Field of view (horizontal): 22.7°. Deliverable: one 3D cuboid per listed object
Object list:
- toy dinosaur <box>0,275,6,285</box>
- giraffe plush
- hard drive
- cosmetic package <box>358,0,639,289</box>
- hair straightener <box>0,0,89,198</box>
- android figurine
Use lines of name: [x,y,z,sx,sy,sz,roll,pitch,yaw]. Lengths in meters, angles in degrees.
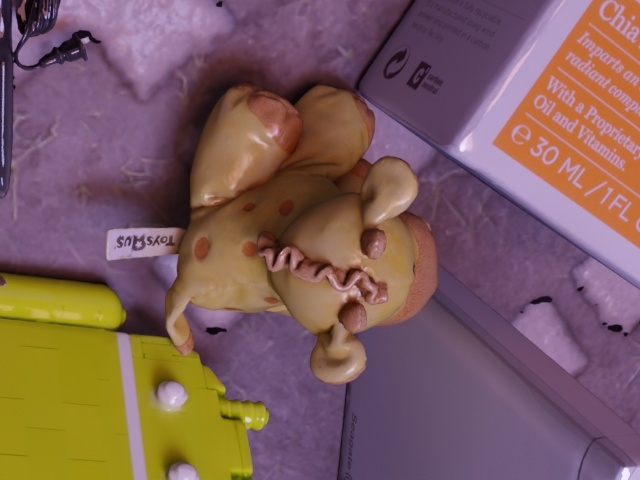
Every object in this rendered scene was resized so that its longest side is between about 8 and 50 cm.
toy dinosaur: [-0.260,0.023,0.973,0.183,0.092,0.053,-11,147,14]
giraffe plush: [0.000,0.000,1.000,0.210,0.170,0.181,-25,118,-37]
hard drive: [0.101,0.167,1.034,0.047,0.353,0.233,-2,111,-21]
cosmetic package: [0.259,-0.210,1.062,0.230,0.161,0.453,31,96,-29]
hair straightener: [-0.186,-0.136,0.983,0.089,0.047,0.230,5,104,-24]
android figurine: [-0.155,0.128,0.995,0.273,0.248,0.056,8,137,-22]
